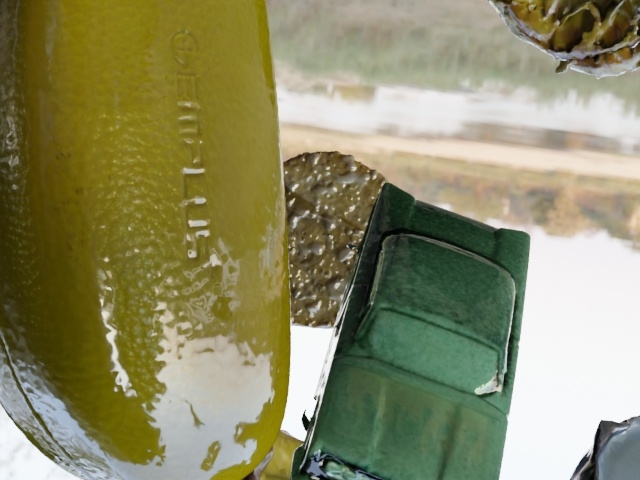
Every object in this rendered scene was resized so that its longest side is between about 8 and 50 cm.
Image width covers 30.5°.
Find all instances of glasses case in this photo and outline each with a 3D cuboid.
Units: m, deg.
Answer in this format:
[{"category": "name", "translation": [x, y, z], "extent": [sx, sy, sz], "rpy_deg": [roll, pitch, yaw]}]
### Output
[{"category": "glasses case", "translation": [-0.106, -0.040, 0.649], "extent": [0.173, 0.372, 0.141], "rpy_deg": [-6, -178, -39]}]

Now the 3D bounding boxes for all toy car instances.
[{"category": "toy car", "translation": [0.073, 0.068, 0.835], "extent": [0.141, 0.097, 0.321], "rpy_deg": [20, -144, 0]}]

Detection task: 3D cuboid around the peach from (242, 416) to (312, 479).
[{"category": "peach", "translation": [0.008, 0.325, 0.896], "extent": [0.416, 0.353, 0.339], "rpy_deg": [8, -179, 17]}]

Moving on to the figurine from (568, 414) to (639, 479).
[{"category": "figurine", "translation": [0.013, 0.244, 0.408], "extent": [0.248, 0.388, 0.277], "rpy_deg": [29, -150, -23]}]

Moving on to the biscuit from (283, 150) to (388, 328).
[{"category": "biscuit", "translation": [0.000, 0.000, 1.403], "extent": [0.219, 0.220, 0.033], "rpy_deg": [9, -176, 3]}]

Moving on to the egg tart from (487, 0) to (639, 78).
[{"category": "egg tart", "translation": [0.244, -0.269, 1.026], "extent": [0.231, 0.252, 0.098], "rpy_deg": [23, -139, 28]}]
